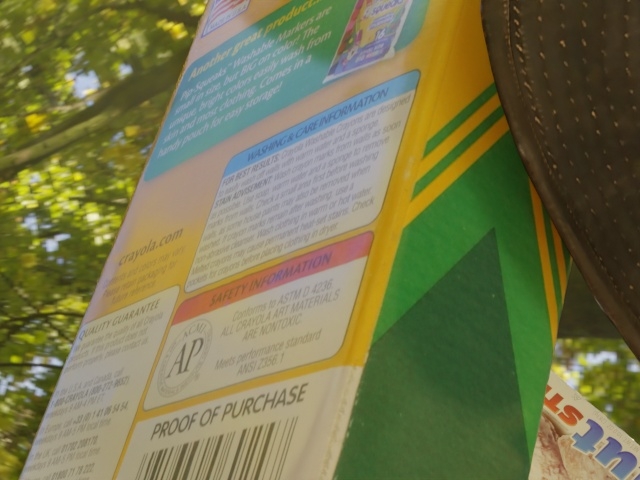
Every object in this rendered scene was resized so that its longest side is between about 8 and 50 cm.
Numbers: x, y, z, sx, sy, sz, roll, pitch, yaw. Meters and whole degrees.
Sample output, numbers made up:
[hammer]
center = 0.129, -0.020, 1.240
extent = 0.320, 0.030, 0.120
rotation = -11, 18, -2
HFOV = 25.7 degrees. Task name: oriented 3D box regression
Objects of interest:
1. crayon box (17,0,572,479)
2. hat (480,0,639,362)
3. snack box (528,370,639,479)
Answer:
[crayon box]
center = 0.000, 0.000, 0.536
extent = 0.083, 0.203, 0.323
rotation = 33, -123, -27
[hat]
center = 0.217, -0.068, 0.451
extent = 0.331, 0.134, 0.331
rotation = -4, -81, -30
[snack box]
center = 0.133, 0.121, 0.711
extent = 0.064, 0.022, 0.178
rotation = -38, -114, -26
